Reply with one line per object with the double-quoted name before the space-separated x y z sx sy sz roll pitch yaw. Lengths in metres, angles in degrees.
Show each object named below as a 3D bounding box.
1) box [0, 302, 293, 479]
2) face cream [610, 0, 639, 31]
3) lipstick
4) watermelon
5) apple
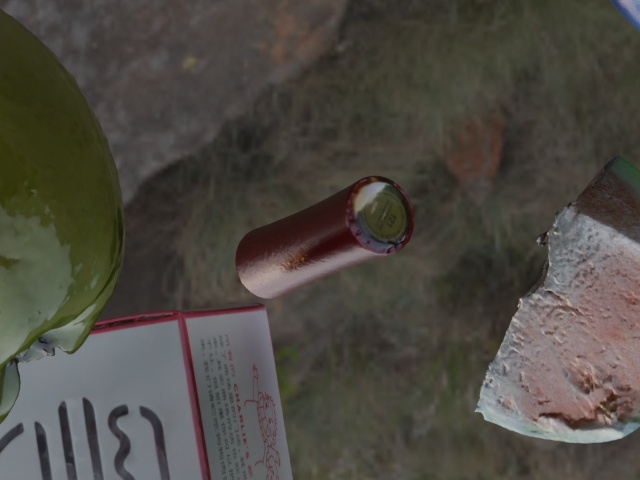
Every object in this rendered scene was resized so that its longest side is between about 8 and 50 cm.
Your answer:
"box" -0.202 0.227 1.458 0.300 0.314 0.312 -10 177 12
"face cream" 0.207 -0.172 0.665 0.083 0.264 0.149 -7 116 57
"lipstick" 0.000 0.000 1.544 0.080 0.080 0.241 19 158 -26
"watermelon" 0.269 0.078 1.559 0.180 0.224 0.305 7 130 -15
"apple" -0.261 -0.009 0.952 0.254 0.292 0.292 40 145 8
